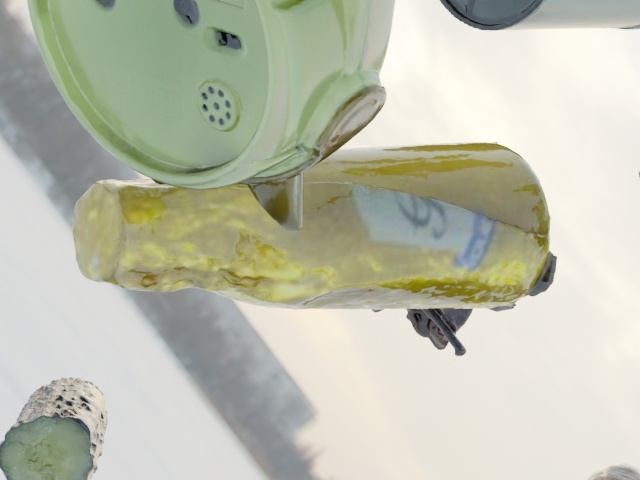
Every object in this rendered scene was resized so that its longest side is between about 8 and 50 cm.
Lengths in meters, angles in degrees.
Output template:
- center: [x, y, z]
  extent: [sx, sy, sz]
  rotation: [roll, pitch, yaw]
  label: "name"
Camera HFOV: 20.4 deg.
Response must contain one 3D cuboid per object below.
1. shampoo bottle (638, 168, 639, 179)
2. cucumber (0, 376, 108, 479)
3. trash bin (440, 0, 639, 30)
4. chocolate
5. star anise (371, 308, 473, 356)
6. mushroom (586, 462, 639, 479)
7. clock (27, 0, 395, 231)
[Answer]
- center: [0.371, 0.021, 1.609]
  extent: [0.233, 0.049, 0.087]
  rotation: [55, -15, -18]
  label: "shampoo bottle"
- center: [-0.199, 0.142, 1.364]
  extent: [0.072, 0.072, 0.300]
  rotation: [53, -2, -6]
  label: "cucumber"
- center: [0.285, -0.353, 2.072]
  extent: [0.277, 0.262, 0.217]
  rotation: [24, -67, 45]
  label: "trash bin"
- center: [0.000, 0.000, 1.507]
  extent: [0.162, 0.445, 0.162]
  rotation: [5, -84, 51]
  label: "chocolate"
- center: [0.116, -0.005, 1.840]
  extent: [0.220, 0.190, 0.126]
  rotation: [27, -11, 49]
  label: "star anise"
- center: [0.388, 0.410, 2.091]
  extent: [0.254, 0.267, 0.267]
  rotation: [20, -7, -1]
  label: "mushroom"
- center: [-0.085, -0.169, 1.232]
  extent: [0.286, 0.117, 0.348]
  rotation: [19, -55, 33]
  label: "clock"
